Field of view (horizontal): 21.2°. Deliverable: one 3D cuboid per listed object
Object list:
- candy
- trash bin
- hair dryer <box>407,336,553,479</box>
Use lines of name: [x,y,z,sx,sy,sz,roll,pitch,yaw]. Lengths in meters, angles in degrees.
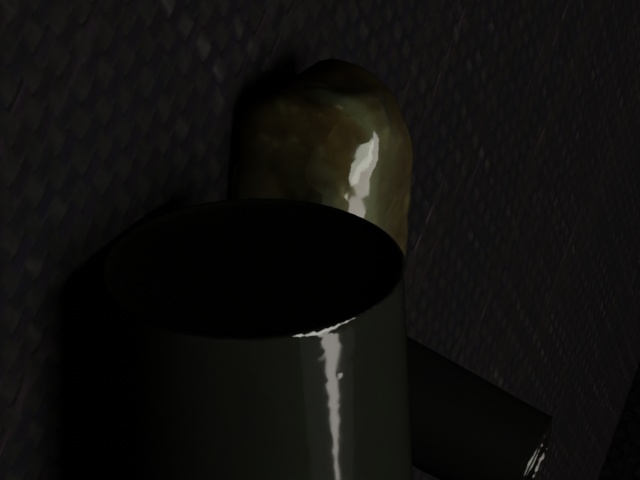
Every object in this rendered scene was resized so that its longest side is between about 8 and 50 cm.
candy: [0.000,0.000,1.150,0.104,0.102,0.234,-41,143,-54]
trash bin: [-0.037,0.161,1.033,0.214,0.214,0.334,-44,140,-52]
hair dryer: [0.057,0.167,1.372,0.089,0.197,0.251,-63,179,-35]
